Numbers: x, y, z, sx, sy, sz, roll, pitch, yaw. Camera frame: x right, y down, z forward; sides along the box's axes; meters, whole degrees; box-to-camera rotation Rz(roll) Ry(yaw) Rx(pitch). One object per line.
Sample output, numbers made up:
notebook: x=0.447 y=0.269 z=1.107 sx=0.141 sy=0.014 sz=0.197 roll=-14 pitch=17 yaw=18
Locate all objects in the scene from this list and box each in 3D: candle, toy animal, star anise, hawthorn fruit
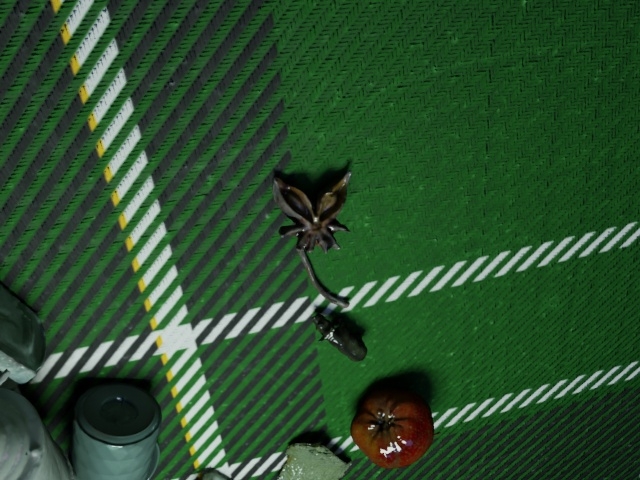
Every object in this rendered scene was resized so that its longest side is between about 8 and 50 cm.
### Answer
candle: x=-0.486 y=0.344 z=1.074 sx=0.221 sy=0.221 sz=0.342 roll=-10 pitch=144 yaw=-9
toy animal: x=0.031 y=0.168 z=1.310 sx=0.047 sy=0.065 sz=0.136 roll=-39 pitch=124 yaw=11
star anise: x=0.000 y=0.000 z=1.214 sx=0.148 sy=0.218 sz=0.227 roll=-43 pitch=175 yaw=-21
hawthorn fruit: x=0.153 y=0.373 z=1.454 sx=0.163 sy=0.162 sz=0.203 roll=-31 pitch=145 yaw=6

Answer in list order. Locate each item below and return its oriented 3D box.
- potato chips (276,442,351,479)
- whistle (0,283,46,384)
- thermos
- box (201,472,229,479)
potato chips: x=-0.007 y=0.485 z=1.528 sx=0.167 sy=0.059 sz=0.228 roll=0 pitch=119 yaw=-23
whistle: x=-0.547 y=0.059 z=1.004 sx=0.405 sy=0.168 sz=0.188 roll=20 pitch=118 yaw=-32
thermos: x=-0.361 y=0.390 z=1.315 sx=0.182 sy=0.145 sz=0.286 roll=-21 pitch=139 yaw=-45
box: x=-0.192 y=0.619 z=1.493 sx=0.167 sy=0.193 sz=0.294 roll=-32 pitch=128 yaw=18
